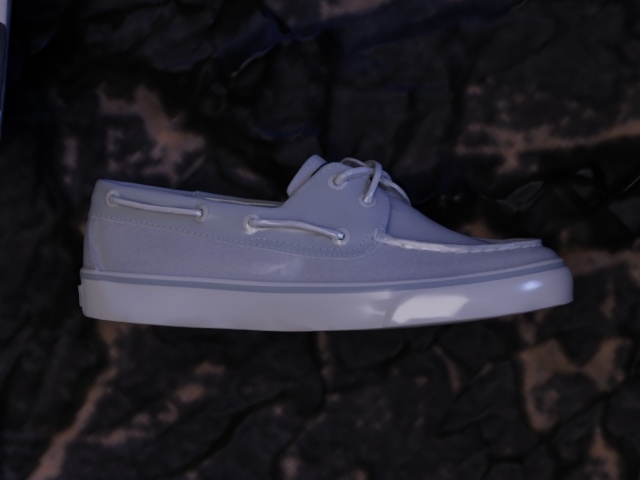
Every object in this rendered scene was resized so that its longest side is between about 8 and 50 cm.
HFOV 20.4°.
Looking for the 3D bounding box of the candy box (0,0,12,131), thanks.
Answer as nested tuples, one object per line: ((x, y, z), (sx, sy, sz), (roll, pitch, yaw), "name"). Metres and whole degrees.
((-0.191, -0.134, 0.635), (0.165, 0.070, 0.196), (3, 80, -11), "candy box")

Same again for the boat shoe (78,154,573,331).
((0.000, 0.000, 0.653), (0.184, 0.066, 0.063), (0, 91, 20), "boat shoe")
